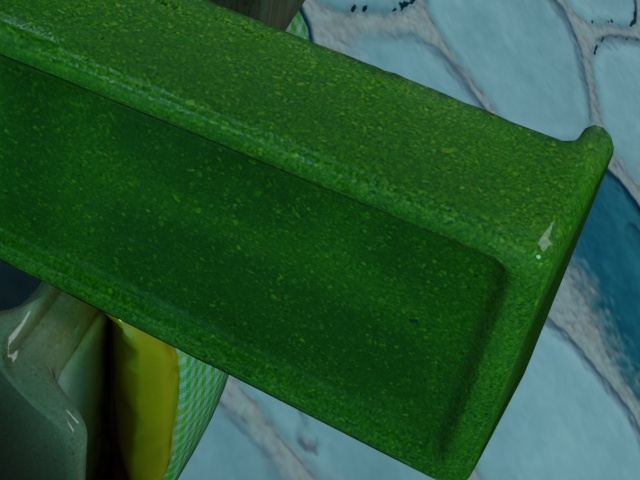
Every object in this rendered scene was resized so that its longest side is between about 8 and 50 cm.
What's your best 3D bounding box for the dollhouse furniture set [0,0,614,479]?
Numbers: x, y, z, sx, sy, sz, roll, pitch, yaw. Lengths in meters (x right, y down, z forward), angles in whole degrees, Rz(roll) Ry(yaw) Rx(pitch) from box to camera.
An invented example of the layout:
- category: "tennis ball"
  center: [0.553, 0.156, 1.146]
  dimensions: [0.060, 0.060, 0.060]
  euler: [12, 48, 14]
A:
- category: "dollhouse furniture set"
  center: [0.000, 0.000, 0.545]
  dimensions: [0.151, 0.301, 0.197]
  euler: [23, 52, 9]
